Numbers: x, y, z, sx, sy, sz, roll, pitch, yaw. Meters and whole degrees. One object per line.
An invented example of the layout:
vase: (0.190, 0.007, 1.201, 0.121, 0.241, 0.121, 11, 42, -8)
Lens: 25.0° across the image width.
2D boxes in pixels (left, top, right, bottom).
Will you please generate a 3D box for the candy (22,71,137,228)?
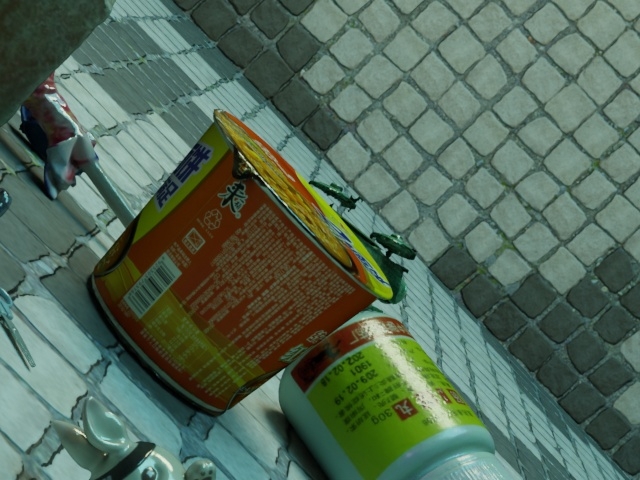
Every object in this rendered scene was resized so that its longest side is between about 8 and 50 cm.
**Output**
candy: (-0.215, -0.085, 1.271, 0.365, 0.124, 0.124, 55, 8, -5)

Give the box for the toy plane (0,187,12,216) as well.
toy plane: (-0.244, -0.028, 0.937, 0.126, 0.077, 0.194, 54, -2, -9)

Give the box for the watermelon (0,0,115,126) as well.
watermelon: (-0.235, -0.210, 1.095, 0.151, 0.302, 0.264, 58, 26, -32)

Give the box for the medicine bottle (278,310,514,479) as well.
medicine bottle: (0.071, 0.182, 1.268, 0.225, 0.139, 0.139, 52, 10, 34)

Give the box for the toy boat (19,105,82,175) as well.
toy boat: (-0.247, -0.094, 1.332, 0.083, 0.038, 0.038, 45, 8, -10)

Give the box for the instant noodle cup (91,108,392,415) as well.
instant noodle cup: (-0.073, 0.025, 1.170, 0.213, 0.174, 0.213, 46, 7, -7)

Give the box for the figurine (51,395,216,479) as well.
figurine: (-0.085, 0.157, 0.800, 0.146, 0.081, 0.098, 42, 10, -32)

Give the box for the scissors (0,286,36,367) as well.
scissors: (-0.205, 0.054, 0.947, 0.083, 0.006, 0.036, 52, 9, 35)

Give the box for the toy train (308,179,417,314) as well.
toy train: (-0.005, 0.007, 1.900, 0.189, 0.126, 0.307, 12, -15, 37)
